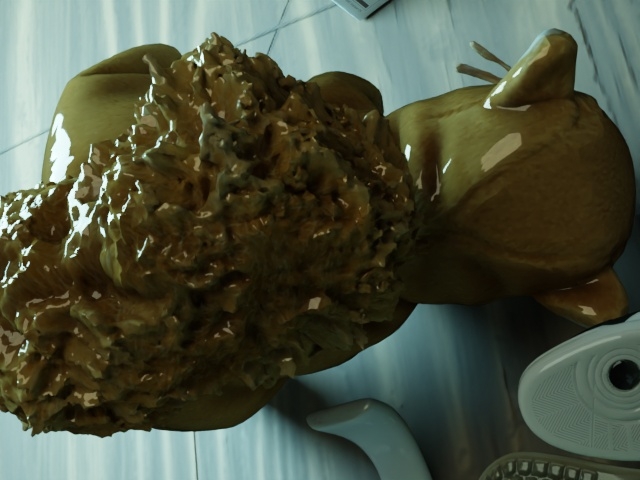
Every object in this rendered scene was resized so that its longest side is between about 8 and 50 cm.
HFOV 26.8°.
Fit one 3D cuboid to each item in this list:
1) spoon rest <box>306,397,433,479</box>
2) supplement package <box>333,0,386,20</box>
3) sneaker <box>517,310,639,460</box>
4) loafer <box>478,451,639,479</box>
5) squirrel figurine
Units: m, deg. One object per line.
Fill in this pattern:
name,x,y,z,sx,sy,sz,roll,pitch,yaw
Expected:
spoon rest,0.055,0.244,0.882,0.137,0.084,0.276,-19,72,34
supplement package,-0.015,-0.344,1.081,0.145,0.262,0.204,-34,51,23
sneaker,0.221,0.061,0.782,0.216,0.121,0.079,-15,100,10
loafer,0.220,0.175,0.757,0.268,0.092,0.102,13,87,26
squirrel figurine,0.000,0.000,0.838,0.370,0.397,0.281,-5,98,23
